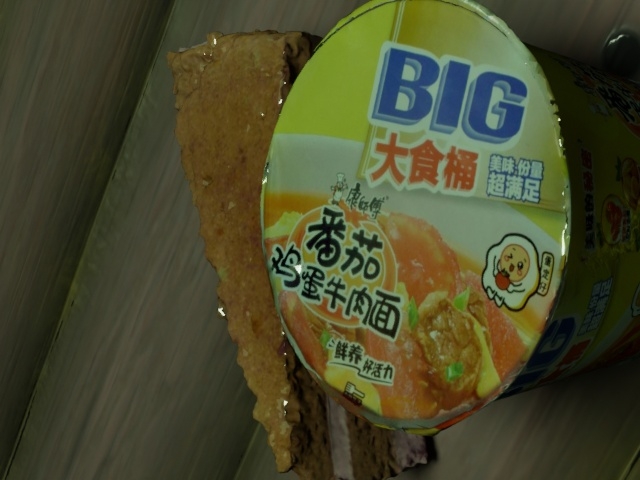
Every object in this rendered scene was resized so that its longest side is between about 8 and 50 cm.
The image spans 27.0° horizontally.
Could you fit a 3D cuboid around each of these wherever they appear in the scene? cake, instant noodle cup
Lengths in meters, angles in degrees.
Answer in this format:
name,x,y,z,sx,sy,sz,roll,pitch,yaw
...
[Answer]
name,x,y,z,sx,sy,sz,roll,pitch,yaw
cake,0.000,0.000,0.781,0.113,0.116,0.295,-29,68,44
instant noodle cup,0.086,-0.012,0.663,0.205,0.153,0.205,-1,88,46
